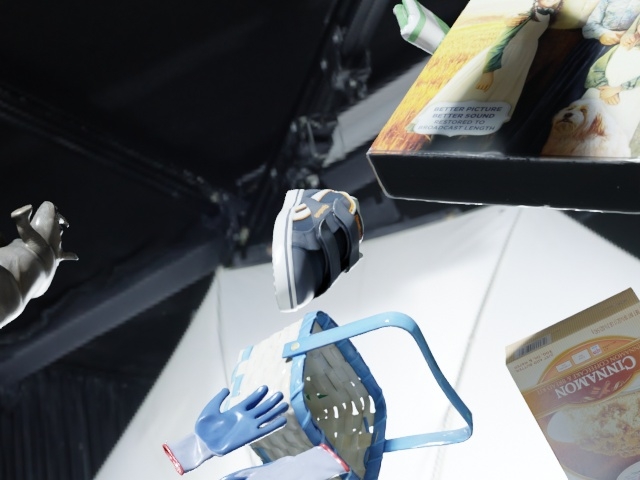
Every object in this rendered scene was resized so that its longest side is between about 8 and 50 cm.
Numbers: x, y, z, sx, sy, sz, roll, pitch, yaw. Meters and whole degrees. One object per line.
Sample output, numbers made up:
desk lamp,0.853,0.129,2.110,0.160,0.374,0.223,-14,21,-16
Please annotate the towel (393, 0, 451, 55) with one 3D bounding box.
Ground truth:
towel,0.232,-0.201,1.260,0.325,0.248,0.038,36,-73,-11

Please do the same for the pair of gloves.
pair of gloves,-0.076,0.237,1.052,0.159,0.198,0.023,-25,-45,-30

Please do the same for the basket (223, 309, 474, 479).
basket,0.034,0.209,1.286,0.289,0.201,0.255,-12,-52,25

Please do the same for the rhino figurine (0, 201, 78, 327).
rhino figurine,-0.344,0.020,1.095,0.073,0.243,0.106,-12,-73,14

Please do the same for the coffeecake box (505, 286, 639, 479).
coffeecake box,0.289,0.163,0.949,0.142,0.185,0.068,-28,4,15

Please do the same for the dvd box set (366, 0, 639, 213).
dvd box set,0.266,-0.195,0.870,0.307,0.420,0.062,7,-40,39

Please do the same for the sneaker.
sneaker,0.000,0.000,1.476,0.127,0.321,0.126,-2,-63,6
